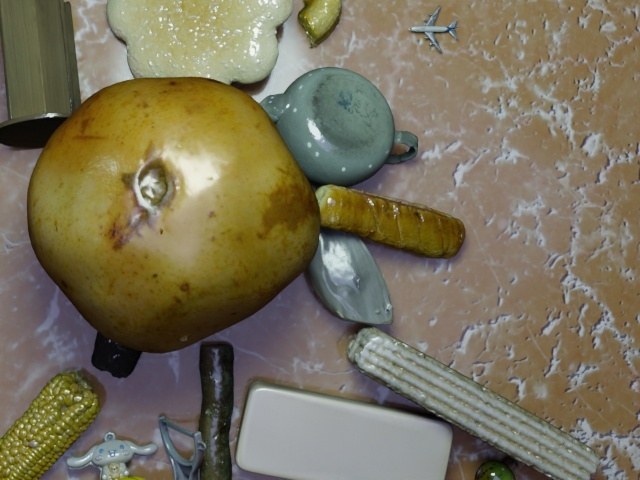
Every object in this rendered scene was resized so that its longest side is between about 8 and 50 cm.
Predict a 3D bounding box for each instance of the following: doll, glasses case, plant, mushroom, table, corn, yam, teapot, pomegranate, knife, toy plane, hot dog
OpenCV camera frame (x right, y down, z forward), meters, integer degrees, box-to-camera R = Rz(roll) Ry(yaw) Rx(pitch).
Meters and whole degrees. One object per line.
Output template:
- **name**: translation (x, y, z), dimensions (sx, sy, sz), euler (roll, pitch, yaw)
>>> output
- **doll**: translation (-0.319, 0.359, 1.776), dimensions (0.135, 0.071, 0.113), euler (-32, 79, -19)
- **glasses case**: translation (0.037, 0.325, 1.798), dimensions (0.337, 0.076, 0.143), euler (13, 89, -6)
- **plant**: translation (-0.308, 0.141, 1.762), dimensions (0.094, 0.092, 0.143), euler (25, 93, 7)
- **mushroom**: translation (0.001, -0.002, 1.793), dimensions (0.109, 0.097, 0.351), euler (-33, 89, -3)
- **table**: translation (-0.431, -0.273, 1.728), dimensions (0.167, 0.167, 0.226), euler (-7, 81, -6)
- **corn**: translation (-0.461, 0.326, 1.739), dimensions (0.292, 0.101, 0.101), euler (-44, 94, -4)
- **yam**: translation (-0.168, 0.292, 1.787), dimensions (0.061, 0.061, 0.252), euler (0, 90, -6)
- **teapot**: translation (0.019, -0.174, 1.764), dimensions (0.295, 0.129, 0.193), euler (15, 66, -21)
- **pomegranate**: translation (0.287, 0.385, 1.830), dimensions (0.073, 0.073, 0.084), euler (22, 70, -5)
- **knife**: translation (-0.216, 0.424, 1.771), dimensions (0.053, 0.123, 0.277), euler (-1, 98, -37)
- **pomegranate**: translation (-0.207, -0.035, 1.623), dimensions (0.417, 0.416, 0.416), euler (0, 89, -6)
- **toy plane**: translation (0.187, -0.349, 1.847), dimensions (0.085, 0.024, 0.077), euler (-2, 90, 1)
- **hot dog**: translation (0.111, -0.026, 1.769), dimensions (0.286, 0.061, 0.087), euler (9, 110, -27)

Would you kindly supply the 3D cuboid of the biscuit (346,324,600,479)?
- **biscuit**: translation (0.238, 0.263, 1.791), dimensions (0.426, 0.144, 0.078), euler (30, 88, -7)

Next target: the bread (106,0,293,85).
- **bread**: translation (-0.194, -0.368, 1.751), dimensions (0.316, 0.054, 0.315), euler (1, 95, 12)

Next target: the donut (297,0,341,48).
- **donut**: translation (-0.047, -0.400, 1.799), dimensions (0.181, 0.078, 0.146), euler (17, 90, -7)
